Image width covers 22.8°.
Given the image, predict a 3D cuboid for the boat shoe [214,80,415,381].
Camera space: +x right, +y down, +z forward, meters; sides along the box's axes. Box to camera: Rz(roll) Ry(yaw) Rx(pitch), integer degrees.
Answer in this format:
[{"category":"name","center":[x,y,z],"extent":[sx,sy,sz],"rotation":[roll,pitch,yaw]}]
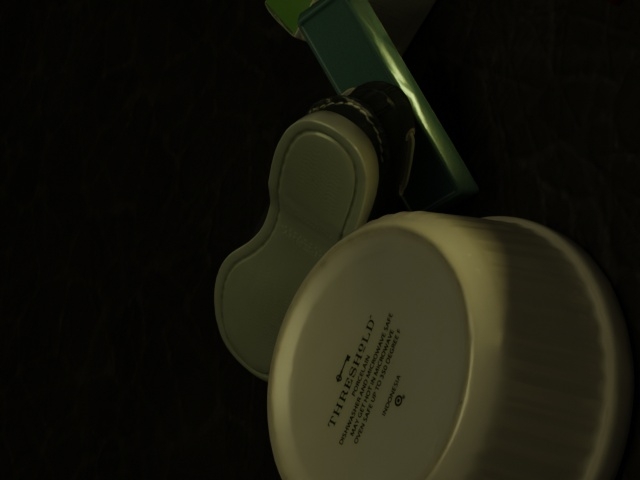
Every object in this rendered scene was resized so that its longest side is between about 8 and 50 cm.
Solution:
[{"category":"boat shoe","center":[0.000,0.000,1.252],"extent":[0.114,0.091,0.302],"rotation":[41,139,10]}]

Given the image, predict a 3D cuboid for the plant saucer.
[{"category":"plant saucer","center":[0.048,-0.105,1.224],"extent":[0.067,0.018,0.192],"rotation":[-31,90,42]}]

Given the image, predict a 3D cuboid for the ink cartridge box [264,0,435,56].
[{"category":"ink cartridge box","center":[0.058,-0.248,1.278],"extent":[0.209,0.109,0.062],"rotation":[-58,41,20]}]

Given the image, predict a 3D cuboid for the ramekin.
[{"category":"ramekin","center":[0.076,0.103,1.107],"extent":[0.273,0.127,0.273],"rotation":[-22,61,45]}]

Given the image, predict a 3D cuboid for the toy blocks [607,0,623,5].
[{"category":"toy blocks","center":[0.238,-0.270,0.887],"extent":[0.381,0.190,0.261],"rotation":[-48,40,22]}]
